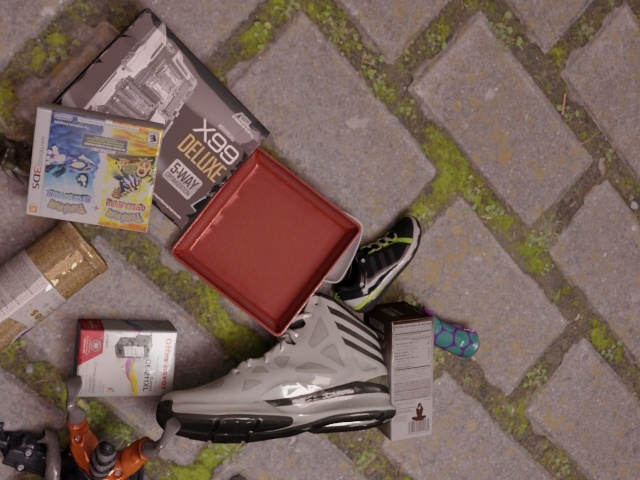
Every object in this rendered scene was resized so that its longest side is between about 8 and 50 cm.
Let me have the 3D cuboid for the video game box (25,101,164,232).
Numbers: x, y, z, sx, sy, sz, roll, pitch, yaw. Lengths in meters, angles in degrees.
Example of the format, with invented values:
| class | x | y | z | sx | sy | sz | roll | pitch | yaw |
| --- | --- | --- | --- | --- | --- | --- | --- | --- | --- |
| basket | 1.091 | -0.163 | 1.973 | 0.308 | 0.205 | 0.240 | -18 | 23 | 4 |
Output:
| class | x | y | z | sx | sy | sz | roll | pitch | yaw |
| --- | --- | --- | --- | --- | --- | --- | --- | --- | --- |
| video game box | -0.376 | -0.119 | 1.378 | 0.205 | 0.048 | 0.187 | 9 | 112 | -12 |

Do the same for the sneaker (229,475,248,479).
| class | x | y | z | sx | sy | sz | roll | pitch | yaw |
| --- | --- | --- | --- | --- | --- | --- | --- | --- | --- |
| sneaker | -0.220 | 0.612 | 1.620 | 0.282 | 0.102 | 0.161 | -32 | 113 | -13 |

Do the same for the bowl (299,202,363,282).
| class | x | y | z | sx | sy | sz | roll | pitch | yaw |
| --- | --- | --- | --- | --- | --- | --- | --- | --- | --- |
| bowl | 0.000 | 0.000 | 1.620 | 0.142 | 0.053 | 0.142 | 24 | 90 | -23 |

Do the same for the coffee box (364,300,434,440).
| class | x | y | z | sx | sy | sz | roll | pitch | yaw |
| --- | --- | --- | --- | --- | --- | --- | --- | --- | --- |
| coffee box | 0.158 | 0.262 | 1.683 | 0.098 | 0.141 | 0.246 | -4 | 100 | -20 |

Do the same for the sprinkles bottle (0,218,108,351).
| class | x | y | z | sx | sy | sz | roll | pitch | yaw |
| --- | --- | --- | --- | --- | --- | --- | --- | --- | --- |
| sprinkles bottle | -0.534 | 0.113 | 1.392 | 0.355 | 0.121 | 0.121 | -40 | 111 | -11 |

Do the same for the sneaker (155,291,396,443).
| class | x | y | z | sx | sy | sz | roll | pitch | yaw |
| --- | --- | --- | --- | --- | --- | --- | --- | --- | --- |
| sneaker | -0.091 | 0.238 | 1.575 | 0.447 | 0.169 | 0.257 | -1 | 64 | -16 |

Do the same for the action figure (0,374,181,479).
| class | x | y | z | sx | sy | sz | roll | pitch | yaw |
| --- | --- | --- | --- | --- | --- | --- | --- | --- | --- |
| action figure | -0.442 | 0.395 | 1.435 | 0.341 | 0.178 | 0.330 | 19 | 118 | -19 |

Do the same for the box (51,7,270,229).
| class | x | y | z | sx | sy | sz | roll | pitch | yaw |
| --- | --- | --- | --- | --- | --- | --- | --- | --- | --- |
| box | -0.279 | -0.210 | 1.458 | 0.242 | 0.076 | 0.307 | -47 | 112 | -7 |

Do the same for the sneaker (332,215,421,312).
| class | x | y | z | sx | sy | sz | roll | pitch | yaw |
| --- | --- | --- | --- | --- | --- | --- | --- | --- | --- |
| sneaker | 0.111 | 0.038 | 1.654 | 0.097 | 0.084 | 0.235 | 36 | 86 | -22 |

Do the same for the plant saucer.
| class | x | y | z | sx | sy | sz | roll | pitch | yaw |
| --- | --- | --- | --- | --- | --- | --- | --- | --- | --- |
| plant saucer | -0.099 | 0.001 | 1.540 | 0.258 | 0.048 | 0.259 | 38 | 86 | 2 |

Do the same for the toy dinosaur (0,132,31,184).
| class | x | y | z | sx | sy | sz | roll | pitch | yaw |
| --- | --- | --- | --- | --- | --- | --- | --- | --- | --- |
| toy dinosaur | -0.619 | -0.153 | 1.314 | 0.313 | 0.121 | 0.160 | -9 | 96 | -23 |

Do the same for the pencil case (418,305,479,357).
| class | x | y | z | sx | sy | sz | roll | pitch | yaw |
| --- | --- | --- | --- | --- | --- | --- | --- | --- | --- |
| pencil case | 0.263 | 0.196 | 1.753 | 0.152 | 0.064 | 0.070 | 23 | 106 | -24 |

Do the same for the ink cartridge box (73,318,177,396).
| class | x | y | z | sx | sy | sz | roll | pitch | yaw |
| --- | --- | --- | --- | --- | --- | --- | --- | --- | --- |
| ink cartridge box | -0.355 | 0.214 | 1.507 | 0.175 | 0.072 | 0.127 | 3 | 98 | -22 |
